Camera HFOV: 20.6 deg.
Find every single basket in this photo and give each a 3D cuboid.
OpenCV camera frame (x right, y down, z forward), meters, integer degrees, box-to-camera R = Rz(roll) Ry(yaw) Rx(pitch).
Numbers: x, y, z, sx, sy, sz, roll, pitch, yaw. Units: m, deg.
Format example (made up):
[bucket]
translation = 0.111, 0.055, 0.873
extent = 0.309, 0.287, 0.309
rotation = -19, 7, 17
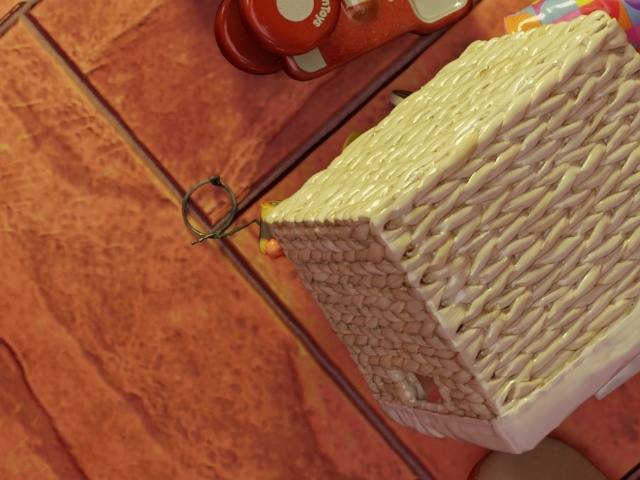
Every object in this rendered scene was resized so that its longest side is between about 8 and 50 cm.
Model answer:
[basket]
translation = 0.166, -0.007, 1.656
extent = 0.331, 0.328, 0.266
rotation = -40, 102, -15

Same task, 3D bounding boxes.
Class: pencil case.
[pencil case]
translation = 0.304, -0.233, 1.795
extent = 0.236, 0.104, 0.104
rotation = -24, 93, 11

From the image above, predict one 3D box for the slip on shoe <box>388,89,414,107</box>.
[slip on shoe]
translation = 0.130, -0.115, 1.858
extent = 0.135, 0.051, 0.041
rotation = 25, 111, -2

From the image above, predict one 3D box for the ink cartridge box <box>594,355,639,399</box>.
[ink cartridge box]
translation = 0.340, 0.061, 1.839
extent = 0.209, 0.062, 0.109
rotation = -38, 90, 10

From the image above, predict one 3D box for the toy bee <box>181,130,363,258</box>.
[toy bee]
translation = 0.000, 0.000, 1.830
extent = 0.298, 0.162, 0.195
rotation = -17, 95, 9

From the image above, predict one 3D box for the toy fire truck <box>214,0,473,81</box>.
[toy fire truck]
translation = -0.008, -0.321, 1.811
extent = 0.254, 0.169, 0.302
rotation = -26, 93, -14

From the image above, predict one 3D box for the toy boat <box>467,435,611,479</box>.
[toy boat]
translation = 0.244, 0.320, 1.858
extent = 0.231, 0.151, 0.151
rotation = 43, 129, 1
